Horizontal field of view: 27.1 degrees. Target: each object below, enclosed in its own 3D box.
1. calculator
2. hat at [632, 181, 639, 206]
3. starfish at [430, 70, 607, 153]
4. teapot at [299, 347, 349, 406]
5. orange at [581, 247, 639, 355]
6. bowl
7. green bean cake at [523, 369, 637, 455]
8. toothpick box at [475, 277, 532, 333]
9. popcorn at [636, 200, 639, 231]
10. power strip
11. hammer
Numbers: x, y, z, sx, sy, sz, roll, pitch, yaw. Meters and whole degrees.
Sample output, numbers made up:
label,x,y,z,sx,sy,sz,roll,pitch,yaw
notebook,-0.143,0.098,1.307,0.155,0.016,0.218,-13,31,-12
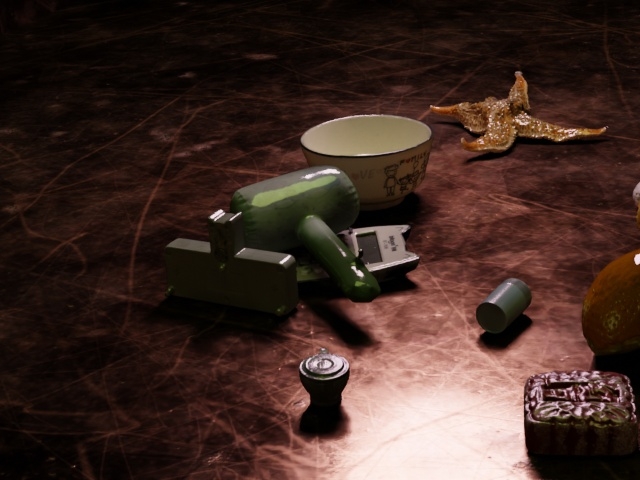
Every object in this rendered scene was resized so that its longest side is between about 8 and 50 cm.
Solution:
label,x,y,z,sx,sy,sz,roll,pitch,yaw
calculator,0.019,0.028,2.105,0.268,0.040,0.177,-5,23,0
hat,0.588,-0.074,2.205,0.162,0.112,0.093,3,-6,41
starfish,0.376,-0.261,2.666,0.301,0.084,0.293,-13,26,-10
teapot,0.005,0.179,1.736,0.066,0.057,0.088,-2,26,0
orange,0.469,0.084,1.756,0.237,0.159,0.179,9,10,31
bowl,0.085,-0.133,2.358,0.237,0.126,0.238,-3,24,1
green bean cake,0.316,0.208,1.622,0.135,0.056,0.136,1,24,7
toothpick box,0.262,0.093,1.900,0.052,0.052,0.083,11,29,31
popcorn,0.573,-0.042,2.033,0.170,0.180,0.180,-39,25,5
power strip,-0.141,0.029,1.995,0.215,0.145,0.061,7,25,25
hammer,0.000,0.000,2.023,0.206,0.119,0.335,-19,33,-16
